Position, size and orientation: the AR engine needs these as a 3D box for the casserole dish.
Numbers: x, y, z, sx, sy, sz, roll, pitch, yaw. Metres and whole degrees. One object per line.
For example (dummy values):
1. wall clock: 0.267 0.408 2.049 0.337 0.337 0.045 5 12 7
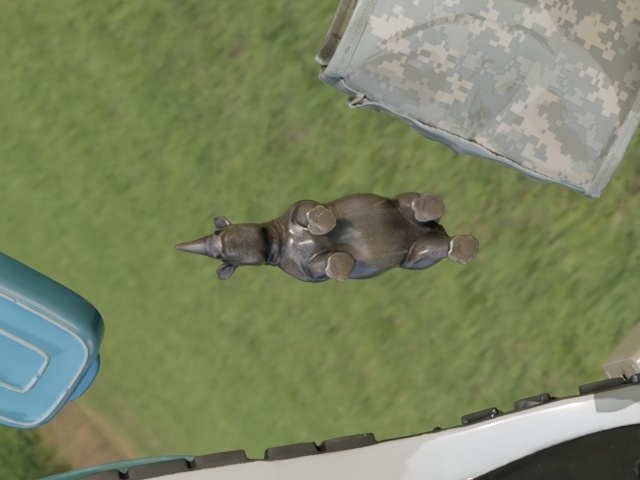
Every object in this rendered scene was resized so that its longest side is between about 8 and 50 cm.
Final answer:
1. casserole dish: -0.236 0.067 1.075 0.188 0.114 0.037 31 -167 -26

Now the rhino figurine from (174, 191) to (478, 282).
1. rhino figurine: 0.000 0.000 1.287 0.106 0.243 0.073 -171 76 -78

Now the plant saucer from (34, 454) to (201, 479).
1. plant saucer: -0.202 0.236 1.305 0.317 0.317 0.044 -179 77 -74

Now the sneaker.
1. sneaker: 0.048 0.126 0.501 0.107 0.283 0.124 91 167 -67

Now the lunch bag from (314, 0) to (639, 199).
1. lunch bag: 0.150 -0.196 1.166 0.235 0.287 0.169 24 178 -8

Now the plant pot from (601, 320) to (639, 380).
1. plant pot: 0.263 0.092 1.087 0.109 0.096 0.109 60 168 4
